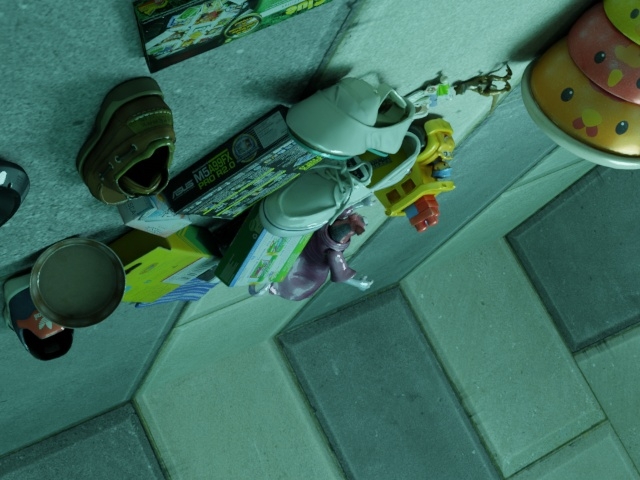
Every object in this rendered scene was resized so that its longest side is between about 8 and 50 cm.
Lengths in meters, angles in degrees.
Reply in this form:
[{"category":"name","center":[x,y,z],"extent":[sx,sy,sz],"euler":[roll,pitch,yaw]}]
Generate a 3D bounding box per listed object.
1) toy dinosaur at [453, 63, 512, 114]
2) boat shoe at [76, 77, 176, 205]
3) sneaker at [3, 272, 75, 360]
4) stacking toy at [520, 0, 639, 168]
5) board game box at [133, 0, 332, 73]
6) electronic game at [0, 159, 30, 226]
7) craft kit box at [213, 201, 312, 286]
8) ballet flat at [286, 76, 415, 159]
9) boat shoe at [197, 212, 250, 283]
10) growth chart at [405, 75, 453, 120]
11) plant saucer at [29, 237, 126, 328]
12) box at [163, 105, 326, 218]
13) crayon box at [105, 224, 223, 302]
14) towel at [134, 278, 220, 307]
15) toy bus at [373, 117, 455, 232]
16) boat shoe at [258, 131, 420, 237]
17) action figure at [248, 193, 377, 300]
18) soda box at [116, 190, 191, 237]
[{"category":"toy dinosaur","center":[0.356,-0.324,1.900],"extent":[0.112,0.064,0.211],"euler":[-14,169,37]},{"category":"boat shoe","center":[-0.276,-0.106,1.287],"extent":[0.110,0.104,0.307],"euler":[-22,167,-24]},{"category":"sneaker","center":[-0.546,0.176,1.774],"extent":[0.131,0.148,0.350],"euler":[-24,168,-16]},{"category":"stacking toy","center":[0.626,-0.409,1.731],"extent":[0.350,0.351,0.480],"euler":[-20,147,-31]},{"category":"board game box","center":[-0.098,-0.290,1.095],"extent":[0.259,0.030,0.136],"euler":[-25,166,-12]},{"category":"electronic game","center":[-0.502,-0.041,1.206],"extent":[0.229,0.048,0.229],"euler":[-28,168,-7]},{"category":"craft kit box","center":[-0.094,-0.017,1.950],"extent":[0.250,0.061,0.246],"euler":[-57,157,13]},{"category":"ballet flat","center":[0.065,-0.221,1.557],"extent":[0.139,0.139,0.400],"euler":[-33,171,23]},{"category":"boat shoe","center":[-0.220,0.015,2.005],"extent":[0.076,0.080,0.228],"euler":[13,139,-36]},{"category":"growth chart","center":[0.166,-0.255,1.829],"extent":[0.237,0.021,0.172],"euler":[-29,168,14]},{"category":"plant saucer","center":[-0.438,0.075,1.620],"extent":[0.168,0.168,0.029],"euler":[-24,-163,-14]},{"category":"box","center":[-0.120,-0.133,1.625],"extent":[0.270,0.060,0.216],"euler":[-31,168,20]},{"category":"crayon box","center":[-0.348,0.043,1.810],"extent":[0.202,0.081,0.318],"euler":[-30,168,10]},{"category":"towel","center":[-0.272,0.079,2.231],"extent":[0.336,0.040,0.243],"euler":[-34,166,28]},{"category":"toy bus","center":[0.223,-0.137,1.998],"extent":[0.220,0.211,0.149],"euler":[-35,164,27]},{"category":"boat shoe","center":[0.052,-0.125,1.765],"extent":[0.367,0.136,0.156],"euler":[-24,171,-24]},{"category":"action figure","center":[0.000,0.000,2.266],"extent":[0.275,0.248,0.370],"euler":[8,155,-21]},{"category":"soda box","center":[-0.294,-0.053,1.584],"extent":[0.063,0.058,0.183],"euler":[-29,168,8]}]
